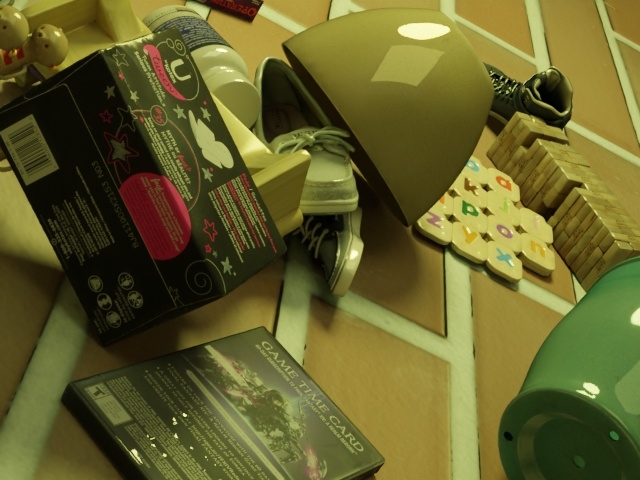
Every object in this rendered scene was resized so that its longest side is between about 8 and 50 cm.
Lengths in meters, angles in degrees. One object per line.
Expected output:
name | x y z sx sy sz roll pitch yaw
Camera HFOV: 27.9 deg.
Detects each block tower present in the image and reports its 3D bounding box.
block tower | 0.381 -0.055 1.954 0.091 0.097 0.335 9 38 -36

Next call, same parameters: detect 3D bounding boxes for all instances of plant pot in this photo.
plant pot | 0.332 0.187 1.393 0.271 0.272 0.255 44 46 18
plant pot | 0.108 -0.185 1.644 0.284 0.191 0.284 56 0 0

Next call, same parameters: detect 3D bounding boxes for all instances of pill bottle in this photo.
pill bottle | -0.153 -0.205 1.603 0.112 0.112 0.187 7 29 -39

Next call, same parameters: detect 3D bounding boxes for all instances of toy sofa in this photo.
toy sofa | -0.187 -0.118 1.461 0.150 0.177 0.362 -30 65 -32

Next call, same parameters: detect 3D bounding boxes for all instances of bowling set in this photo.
bowling set | -0.345 -0.224 1.299 0.154 0.200 0.287 -16 63 -5

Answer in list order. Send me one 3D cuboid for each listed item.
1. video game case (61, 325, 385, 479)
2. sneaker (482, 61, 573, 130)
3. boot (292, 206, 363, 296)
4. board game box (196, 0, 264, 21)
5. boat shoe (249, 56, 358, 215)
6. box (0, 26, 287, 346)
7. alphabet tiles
video game case | -0.082 0.178 1.209 0.196 0.026 0.274 46 30 22
sneaker | 0.318 -0.254 2.117 0.226 0.163 0.086 40 72 13
boot | 0.000 0.000 1.531 0.086 0.069 0.190 21 23 -8
board game box | -0.222 -0.486 2.058 0.208 0.056 0.347 12 35 -26
boat shoe | -0.031 -0.124 1.574 0.118 0.103 0.320 -4 29 -11
box | -0.172 -0.052 1.235 0.247 0.163 0.142 64 31 -5
alphabet tiles | 0.211 -0.048 1.848 0.284 0.021 0.278 27 32 -11
